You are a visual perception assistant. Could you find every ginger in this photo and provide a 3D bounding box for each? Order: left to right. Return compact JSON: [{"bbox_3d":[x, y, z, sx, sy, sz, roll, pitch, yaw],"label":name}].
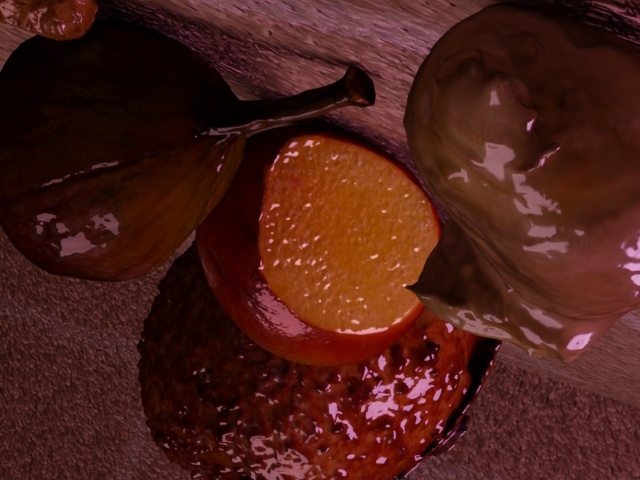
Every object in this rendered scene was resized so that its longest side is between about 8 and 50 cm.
[{"bbox_3d":[0.116,-0.024,0.736,0.138,0.152,0.267,47,168,26],"label":"ginger"}]

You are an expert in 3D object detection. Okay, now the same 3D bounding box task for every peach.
[{"bbox_3d":[0.000,0.000,1.208,0.190,0.190,0.192,19,162,12],"label":"peach"}]

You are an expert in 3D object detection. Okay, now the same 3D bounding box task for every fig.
[{"bbox_3d":[-0.104,-0.093,1.067,0.190,0.191,0.290,25,133,-36],"label":"fig"}]

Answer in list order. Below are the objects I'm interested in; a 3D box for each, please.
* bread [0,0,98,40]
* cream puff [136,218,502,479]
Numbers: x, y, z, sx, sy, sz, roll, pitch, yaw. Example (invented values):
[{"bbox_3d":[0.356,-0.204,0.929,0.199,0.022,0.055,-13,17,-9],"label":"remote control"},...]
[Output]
[{"bbox_3d":[-0.219,-0.169,1.026,0.157,0.044,0.052,20,180,7],"label":"bread"},{"bbox_3d":[-0.023,0.080,1.416,0.350,0.350,0.228,14,156,50],"label":"cream puff"}]
